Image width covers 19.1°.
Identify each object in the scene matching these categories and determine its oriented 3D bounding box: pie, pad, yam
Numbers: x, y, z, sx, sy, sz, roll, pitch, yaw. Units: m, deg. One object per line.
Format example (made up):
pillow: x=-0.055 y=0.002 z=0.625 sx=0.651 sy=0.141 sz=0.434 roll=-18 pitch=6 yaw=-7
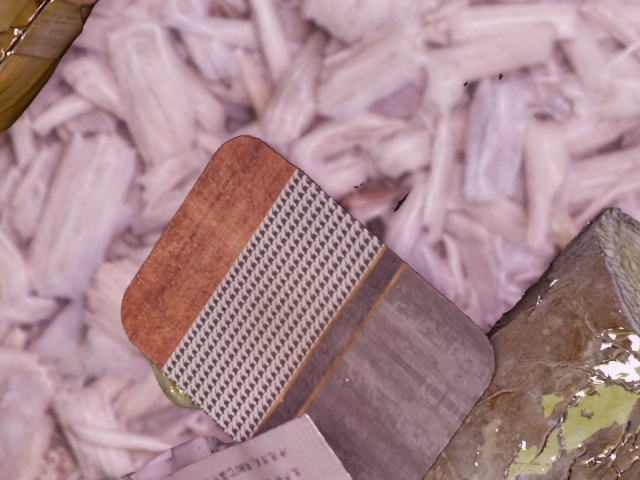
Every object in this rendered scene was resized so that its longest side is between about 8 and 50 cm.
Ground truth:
pie: x=-0.074 y=0.074 z=1.278 sx=0.085 sy=0.017 sz=0.085 roll=1 pitch=103 yaw=4
pad: x=0.015 y=-0.005 z=1.175 sx=0.250 sy=0.055 sz=0.323 roll=40 pitch=123 yaw=25
yam: x=0.146 y=0.115 z=1.205 sx=0.254 sy=0.154 sz=0.154 roll=-44 pitch=96 yaw=10

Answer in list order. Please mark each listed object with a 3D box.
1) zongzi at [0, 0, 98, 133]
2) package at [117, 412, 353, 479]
zongzi: x=-0.215 y=-0.243 z=1.181 sx=0.260 sy=0.123 sz=0.289 roll=37 pitch=89 yaw=6
package: x=-0.022 y=0.216 z=1.212 sx=0.062 sy=0.251 sz=0.204 roll=-43 pitch=99 yaw=-31
